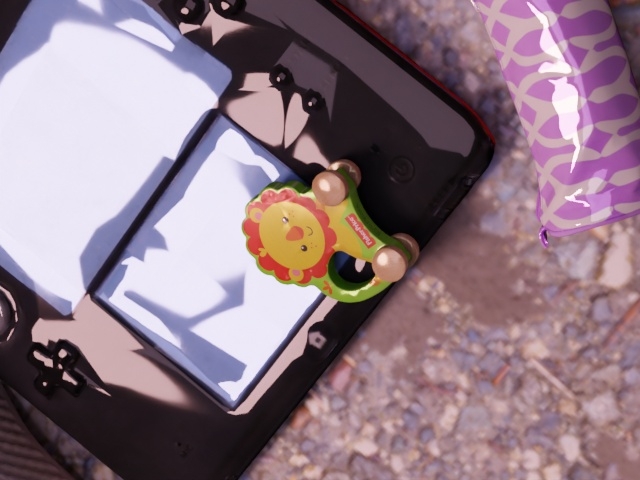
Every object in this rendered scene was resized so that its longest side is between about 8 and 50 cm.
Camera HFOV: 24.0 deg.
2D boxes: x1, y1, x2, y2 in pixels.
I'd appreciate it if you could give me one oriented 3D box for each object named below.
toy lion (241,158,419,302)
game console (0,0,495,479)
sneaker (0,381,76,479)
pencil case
[{"bbox_3d":[0.000,0.000,0.986,0.096,0.034,0.100,-37,94,30],"label":"toy lion"},{"bbox_3d":[-0.117,-0.032,1.048,0.342,0.060,0.386,41,114,7],"label":"game console"},{"bbox_3d":[-0.278,0.179,1.125,0.127,0.126,0.321,-40,89,19],"label":"sneaker"},{"bbox_3d":[0.143,-0.105,0.914,0.088,0.086,0.206,-20,95,9],"label":"pencil case"}]
